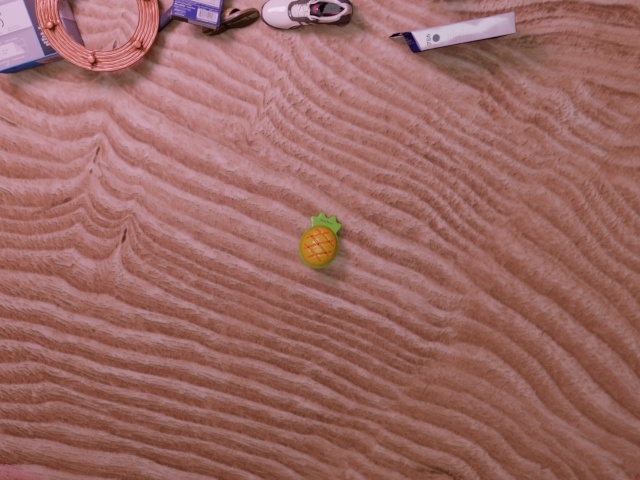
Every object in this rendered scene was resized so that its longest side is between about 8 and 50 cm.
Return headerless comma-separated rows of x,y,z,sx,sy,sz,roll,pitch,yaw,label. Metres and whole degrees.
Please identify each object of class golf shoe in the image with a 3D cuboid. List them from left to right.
-0.042,-0.671,1.630,0.273,0.120,0.105,-2,107,3,golf shoe

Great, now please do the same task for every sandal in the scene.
-0.270,-0.658,1.670,0.180,0.072,0.049,-15,83,10,sandal

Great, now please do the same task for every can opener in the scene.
-0.439,-0.669,1.668,0.186,0.059,0.073,-35,102,9,can opener

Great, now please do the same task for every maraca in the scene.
0.000,0.000,1.825,0.127,0.099,0.185,17,80,0,maraca

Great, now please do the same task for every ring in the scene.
-0.633,-0.655,1.606,0.337,0.032,0.336,-2,101,-10,ring

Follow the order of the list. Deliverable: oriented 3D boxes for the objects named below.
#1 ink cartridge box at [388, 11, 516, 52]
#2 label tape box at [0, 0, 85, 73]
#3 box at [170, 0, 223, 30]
0.370,-0.589,1.618,0.333,0.165,0.065,-8,106,4,ink cartridge box
-0.879,-0.693,1.644,0.249,0.115,0.347,-15,106,5,label tape box
-0.344,-0.728,1.619,0.136,0.036,0.225,10,82,-15,box
